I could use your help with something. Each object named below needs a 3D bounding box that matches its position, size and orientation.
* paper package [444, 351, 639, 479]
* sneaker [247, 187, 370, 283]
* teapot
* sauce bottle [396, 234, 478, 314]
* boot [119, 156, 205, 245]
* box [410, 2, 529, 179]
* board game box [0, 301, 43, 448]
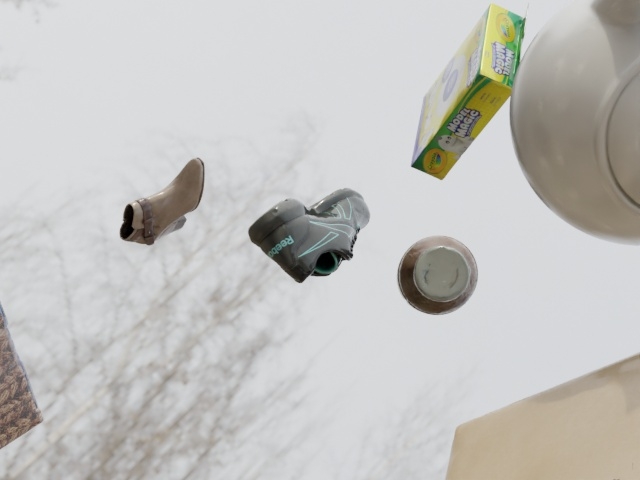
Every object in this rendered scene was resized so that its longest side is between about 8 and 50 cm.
[{"bbox_3d":[0.238,0.258,1.015,0.309,0.325,0.168,-27,-63,33],"label":"paper package"},{"bbox_3d":[0.000,0.000,1.818,0.101,0.267,0.106,-44,-104,28],"label":"sneaker"},{"bbox_3d":[0.293,-0.095,1.138,0.256,0.252,0.187,25,12,-17],"label":"teapot"},{"bbox_3d":[0.159,0.049,1.811,0.111,0.111,0.344,47,1,2],"label":"sauce bottle"},{"bbox_3d":[-0.190,-0.044,1.585,0.042,0.087,0.118,43,-54,34],"label":"boot"},{"bbox_3d":[0.149,-0.151,1.314,0.043,0.105,0.179,23,-39,-13],"label":"box"},{"bbox_3d":[-0.445,0.075,1.371,0.291,0.141,0.232,33,-35,37],"label":"board game box"}]
